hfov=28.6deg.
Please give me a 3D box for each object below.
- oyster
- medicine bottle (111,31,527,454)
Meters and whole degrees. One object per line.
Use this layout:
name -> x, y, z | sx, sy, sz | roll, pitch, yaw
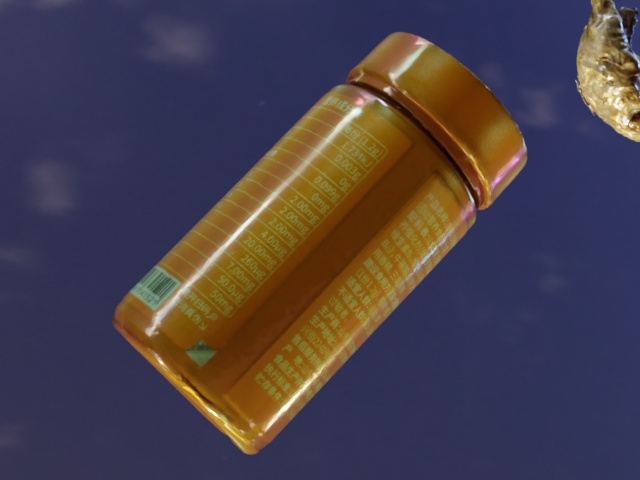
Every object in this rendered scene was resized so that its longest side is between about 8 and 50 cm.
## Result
oyster -> 0.187, -0.097, 0.720 | 0.083, 0.038, 0.081 | 6, -87, -20
medicine bottle -> 0.000, 0.000, 0.588 | 0.192, 0.096, 0.096 | -47, -72, -11
